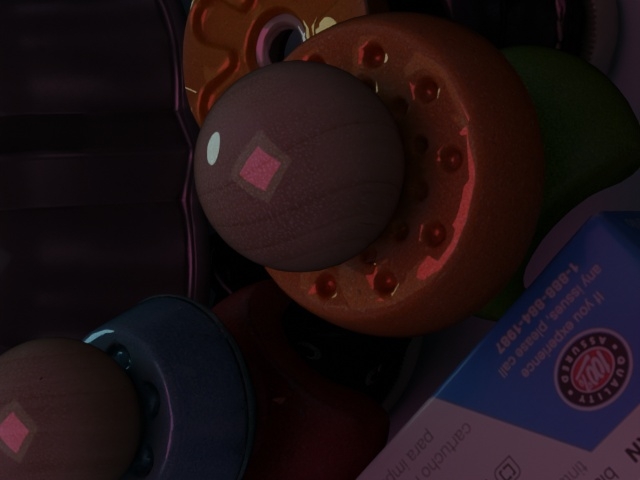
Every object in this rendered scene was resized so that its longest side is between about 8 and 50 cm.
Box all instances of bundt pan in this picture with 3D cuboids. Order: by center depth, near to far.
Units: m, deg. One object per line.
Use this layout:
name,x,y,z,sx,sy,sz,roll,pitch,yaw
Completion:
bundt pan,-0.178,-0.018,0.652,0.331,0.124,0.331,11,102,61

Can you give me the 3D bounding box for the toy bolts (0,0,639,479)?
toy bolts,-0.041,-0.006,0.433,0.218,0.158,0.228,45,116,31

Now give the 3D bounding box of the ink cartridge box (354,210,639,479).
ink cartridge box,0.150,0.130,0.411,0.233,0.168,0.171,49,115,25

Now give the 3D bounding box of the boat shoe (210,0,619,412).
boat shoe,0.003,0.003,0.572,0.127,0.113,0.340,54,125,23
